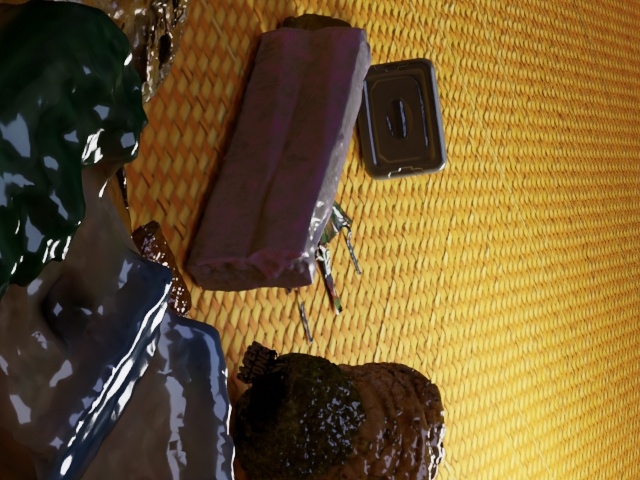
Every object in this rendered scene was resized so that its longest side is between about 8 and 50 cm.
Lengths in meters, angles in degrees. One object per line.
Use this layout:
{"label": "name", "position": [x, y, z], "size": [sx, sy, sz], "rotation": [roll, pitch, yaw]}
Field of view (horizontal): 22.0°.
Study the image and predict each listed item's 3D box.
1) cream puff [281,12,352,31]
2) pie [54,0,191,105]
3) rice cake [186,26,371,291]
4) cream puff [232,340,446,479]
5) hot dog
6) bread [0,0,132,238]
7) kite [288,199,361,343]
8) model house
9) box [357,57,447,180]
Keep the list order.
{"label": "cream puff", "position": [-0.003, -0.185, 1.599], "size": [0.083, 0.083, 0.058], "rotation": [-82, -165, -55]}
{"label": "pie", "position": [-0.164, -0.233, 1.254], "size": [0.274, 0.055, 0.274], "rotation": [-1, 90, -66]}
{"label": "rice cake", "position": [-0.029, -0.078, 1.445], "size": [0.050, 0.106, 0.298], "rotation": [71, 25, -46]}
{"label": "cream puff", "position": [-0.004, 0.162, 1.403], "size": [0.169, 0.183, 0.183], "rotation": [32, 50, -28]}
{"label": "hot dog", "position": [-0.129, 0.026, 1.278], "size": [0.058, 0.035, 0.083], "rotation": [-62, 138, -52]}
{"label": "bread", "position": [-0.205, -0.041, 1.003], "size": [0.195, 0.142, 0.270], "rotation": [-51, 128, -58]}
{"label": "kite", "position": [0.000, 0.000, 1.603], "size": [0.183, 0.010, 0.160], "rotation": [-50, 129, -59]}
{"label": "model house", "position": [-0.226, 0.144, 0.693], "size": [0.382, 0.334, 0.342], "rotation": [-57, 133, -41]}
{"label": "box", "position": [0.088, -0.128, 1.747], "size": [0.062, 0.089, 0.122], "rotation": [-13, 96, -76]}
